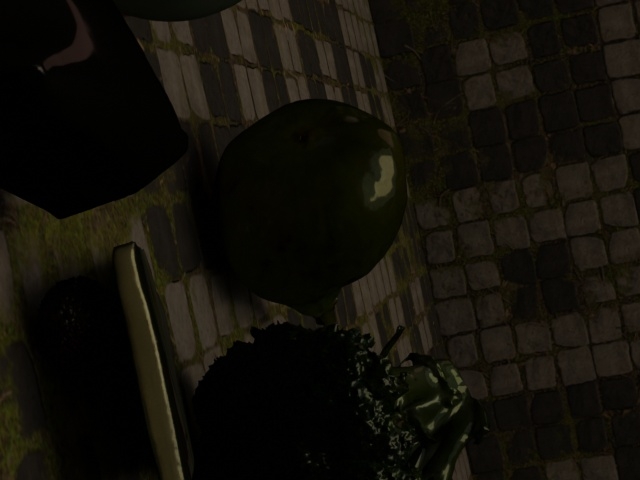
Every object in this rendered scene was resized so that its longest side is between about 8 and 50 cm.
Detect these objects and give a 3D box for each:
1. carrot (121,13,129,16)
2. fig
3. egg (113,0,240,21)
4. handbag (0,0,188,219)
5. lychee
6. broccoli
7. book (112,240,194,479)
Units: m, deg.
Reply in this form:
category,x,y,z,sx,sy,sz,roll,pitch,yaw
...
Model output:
category,x,y,z,sx,sy,sz,roll,pitch,yaw
carrot,-0.184,-0.300,1.416,0.087,0.087,0.193,65,19,-49
fig,-0.014,-0.003,1.624,0.233,0.233,0.314,-76,173,-66
egg,-0.134,-0.363,1.217,0.276,0.276,0.388,58,24,-60
handbag,-0.228,-0.173,0.931,0.342,0.152,0.288,36,32,-78
lychee,-0.180,0.066,1.080,0.067,0.068,0.083,30,-24,48
broccoli,0.016,0.195,1.345,0.283,0.321,0.303,-27,112,-34
book,-0.137,0.101,1.174,0.289,0.026,0.201,176,-99,-85
